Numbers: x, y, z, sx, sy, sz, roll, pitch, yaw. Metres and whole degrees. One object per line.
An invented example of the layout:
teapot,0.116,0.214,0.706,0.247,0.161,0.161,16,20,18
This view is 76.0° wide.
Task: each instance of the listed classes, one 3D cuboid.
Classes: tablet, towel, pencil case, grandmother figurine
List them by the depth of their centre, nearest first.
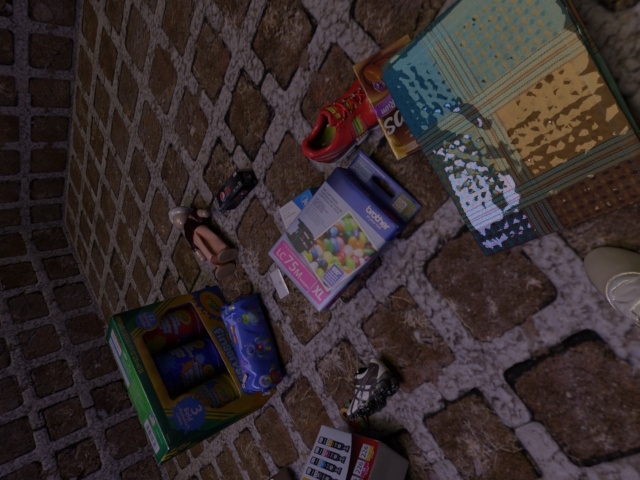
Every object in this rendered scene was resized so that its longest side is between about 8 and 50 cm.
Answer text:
towel,0.276,-0.179,0.612,0.271,0.040,0.370,-29,93,44
tablet,-0.121,0.128,1.212,0.054,0.006,0.083,-37,74,45
pencil case,-0.216,0.321,1.274,0.119,0.133,0.306,-26,81,51
grandmother figurine,-0.420,-0.022,1.425,0.342,0.104,0.207,36,116,32

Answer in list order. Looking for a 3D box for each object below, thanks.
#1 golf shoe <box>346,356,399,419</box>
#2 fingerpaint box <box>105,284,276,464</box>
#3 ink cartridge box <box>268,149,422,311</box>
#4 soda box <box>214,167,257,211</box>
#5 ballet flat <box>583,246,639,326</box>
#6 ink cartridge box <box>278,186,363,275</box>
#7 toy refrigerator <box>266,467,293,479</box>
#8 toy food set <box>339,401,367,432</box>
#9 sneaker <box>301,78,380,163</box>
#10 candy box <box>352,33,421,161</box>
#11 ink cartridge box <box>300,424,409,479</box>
golf shoe,0.113,0.358,0.987,0.198,0.077,0.094,-58,45,34
fingerpaint box,-0.421,0.403,1.337,0.444,0.371,0.163,55,133,23
ink cartridge box,0.041,-0.018,0.875,0.186,0.065,0.311,47,111,16
soda box,-0.259,-0.151,1.243,0.169,0.060,0.053,-35,76,45
ballet flat,0.457,0.099,0.532,0.248,0.086,0.086,45,130,30
ink cartridge box,0.000,0.000,0.994,0.134,0.078,0.231,-28,80,46
toy refrigerator,-0.097,0.887,1.299,0.094,0.102,0.269,-37,71,13
toy food set,0.089,0.461,1.067,0.083,0.020,0.082,52,133,24
sneaker,0.061,-0.256,0.823,0.279,0.118,0.107,-48,66,35
candy box,0.147,-0.249,0.732,0.109,0.053,0.186,-26,94,14
ink cartridge box,0.025,0.622,0.966,0.272,0.309,0.130,-13,132,48
